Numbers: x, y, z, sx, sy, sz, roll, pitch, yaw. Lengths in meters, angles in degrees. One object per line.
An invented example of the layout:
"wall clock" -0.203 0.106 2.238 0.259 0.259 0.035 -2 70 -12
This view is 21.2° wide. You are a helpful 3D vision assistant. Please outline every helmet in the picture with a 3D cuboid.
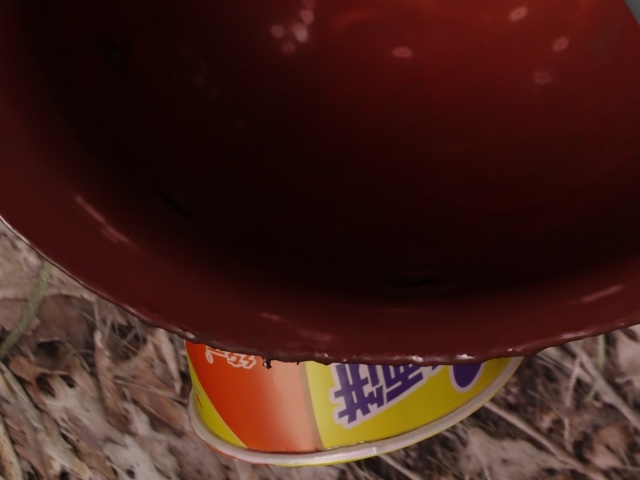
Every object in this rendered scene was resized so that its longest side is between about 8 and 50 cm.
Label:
"helmet" 0.042 -0.136 0.712 0.385 0.230 0.337 -27 101 8

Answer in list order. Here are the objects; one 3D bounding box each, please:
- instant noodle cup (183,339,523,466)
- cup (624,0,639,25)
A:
"instant noodle cup" 0.000 0.000 0.978 0.213 0.213 0.174 6 122 41
"cup" 0.243 -0.147 0.478 0.274 0.357 0.259 58 176 -12
